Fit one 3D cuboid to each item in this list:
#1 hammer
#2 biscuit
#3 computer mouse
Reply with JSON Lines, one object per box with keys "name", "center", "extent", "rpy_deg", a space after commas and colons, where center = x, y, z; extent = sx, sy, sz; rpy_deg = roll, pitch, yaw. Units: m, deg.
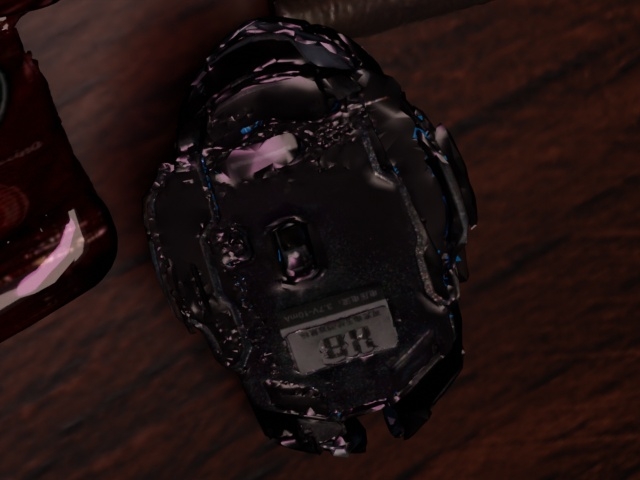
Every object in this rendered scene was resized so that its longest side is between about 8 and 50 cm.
{"name": "hammer", "center": [0.111, -0.141, 0.714], "extent": [0.297, 0.027, 0.125], "rpy_deg": [-19, 113, -18]}
{"name": "biscuit", "center": [-0.157, -0.032, 0.566], "extent": [0.151, 0.063, 0.235], "rpy_deg": [-25, 151, -17]}
{"name": "computer mouse", "center": [0.000, 0.000, 0.673], "extent": [0.146, 0.077, 0.242], "rpy_deg": [-15, 119, 1]}
